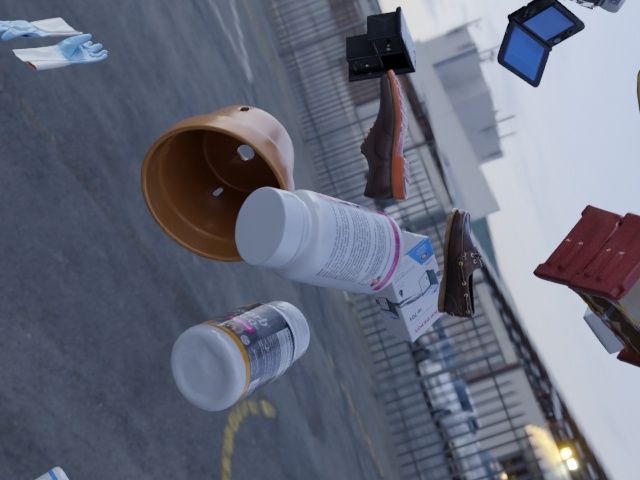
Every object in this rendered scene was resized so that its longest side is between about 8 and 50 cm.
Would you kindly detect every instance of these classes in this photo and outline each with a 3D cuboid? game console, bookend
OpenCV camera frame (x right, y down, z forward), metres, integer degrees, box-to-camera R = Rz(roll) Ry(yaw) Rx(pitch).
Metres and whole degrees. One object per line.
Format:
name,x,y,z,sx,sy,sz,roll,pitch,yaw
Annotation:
game console,0.345,-0.309,1.287,0.122,0.107,0.071,18,57,-43
bookend,0.118,-0.426,1.808,0.157,0.156,0.072,49,39,-64

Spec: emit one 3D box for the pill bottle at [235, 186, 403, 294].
pill bottle,0.000,0.000,1.459,0.283,0.160,0.160,13,50,-43

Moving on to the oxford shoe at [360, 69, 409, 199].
oxford shoe,0.126,-0.216,1.687,0.097,0.098,0.271,33,56,-71

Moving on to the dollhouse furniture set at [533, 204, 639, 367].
dollhouse furniture set,0.476,-0.022,1.016,0.201,0.374,0.152,45,-6,-21

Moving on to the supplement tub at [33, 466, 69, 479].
supplement tub,-0.381,0.360,1.104,0.071,0.107,0.071,43,-31,34

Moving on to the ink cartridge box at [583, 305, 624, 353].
ink cartridge box,0.749,0.111,1.898,0.117,0.207,0.283,53,41,-8

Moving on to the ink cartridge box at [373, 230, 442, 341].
ink cartridge box,0.188,0.099,1.773,0.082,0.139,0.191,13,-46,48

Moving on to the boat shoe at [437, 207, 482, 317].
boat shoe,0.267,0.043,1.542,0.073,0.073,0.207,-25,120,-57

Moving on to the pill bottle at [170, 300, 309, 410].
pill bottle,-0.144,0.209,1.585,0.278,0.162,0.162,-19,89,-60

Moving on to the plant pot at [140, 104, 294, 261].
plant pot,-0.174,-0.133,1.605,0.203,0.290,0.291,-66,139,-54

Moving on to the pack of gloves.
pack of gloves,-0.599,-0.456,1.835,0.195,0.046,0.232,37,32,17

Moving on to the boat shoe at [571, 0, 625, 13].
boat shoe,0.387,-0.399,1.226,0.301,0.102,0.108,-66,174,-64

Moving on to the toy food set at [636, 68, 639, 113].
toy food set,0.771,-0.343,1.882,0.218,0.128,0.071,60,9,-46
